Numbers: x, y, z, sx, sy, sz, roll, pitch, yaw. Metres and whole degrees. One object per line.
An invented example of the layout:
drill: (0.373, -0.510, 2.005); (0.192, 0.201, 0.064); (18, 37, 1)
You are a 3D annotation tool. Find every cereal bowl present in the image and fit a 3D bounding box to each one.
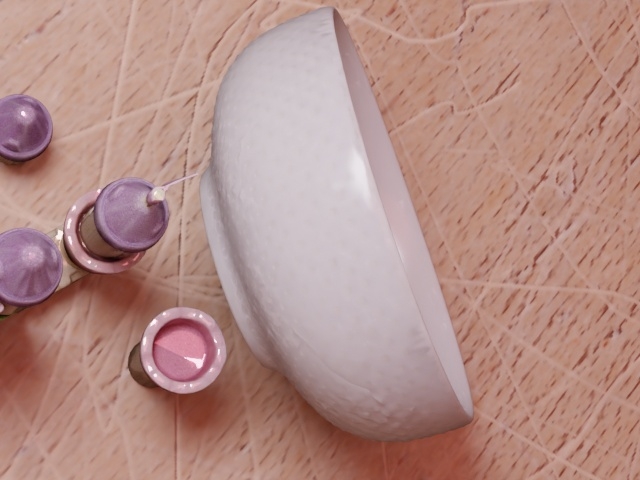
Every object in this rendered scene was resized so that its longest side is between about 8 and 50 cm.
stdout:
cereal bowl: (0.000, 0.000, 1.181); (0.141, 0.339, 0.339); (-18, 86, 6)

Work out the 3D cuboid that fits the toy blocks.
toy blocks: (-0.248, 0.025, 1.110); (0.288, 0.260, 0.309); (-30, 91, -20)
